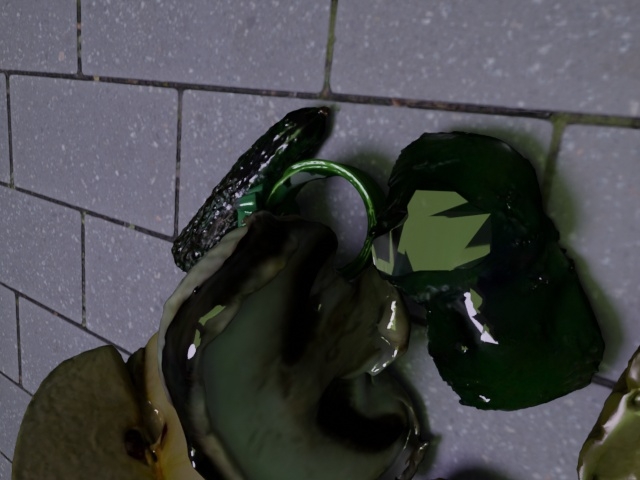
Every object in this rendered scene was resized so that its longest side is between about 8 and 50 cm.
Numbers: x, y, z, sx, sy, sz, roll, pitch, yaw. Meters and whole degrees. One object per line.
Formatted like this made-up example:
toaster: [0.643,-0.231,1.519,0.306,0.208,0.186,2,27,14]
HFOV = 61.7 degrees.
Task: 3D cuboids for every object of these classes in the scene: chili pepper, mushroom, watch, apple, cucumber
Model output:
chili pepper: [0.138,0.024,0.463,0.148,0.116,0.265,-18,88,31]
mushroom: [-0.019,0.123,0.509,0.247,0.344,0.130,-47,38,-12]
watch: [0.000,0.000,0.576,0.152,0.131,0.165,-8,89,19]
apple: [-0.200,0.263,0.672,0.258,0.295,0.233,56,165,36]
cucumber: [-0.090,-0.059,0.651,0.293,0.067,0.067,-44,72,32]

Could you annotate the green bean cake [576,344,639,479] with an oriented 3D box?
green bean cake: [0.324,0.121,0.338,0.236,0.124,0.233,32,116,28]

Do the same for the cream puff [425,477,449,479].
cream puff: [0.130,0.315,0.522,0.150,0.115,0.165,15,97,27]
